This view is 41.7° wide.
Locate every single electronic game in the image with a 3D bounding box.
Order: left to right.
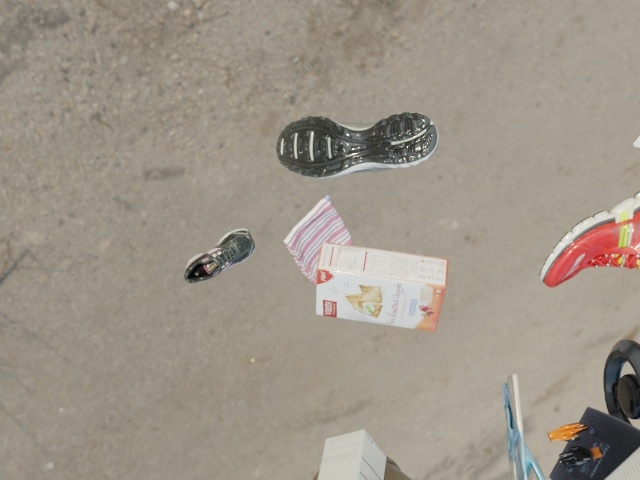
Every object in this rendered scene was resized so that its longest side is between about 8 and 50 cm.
[{"bbox_3d":[0.626,0.311,1.677,0.048,0.229,0.229,-5,138,-5],"label":"electronic game"}]

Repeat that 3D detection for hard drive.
[{"bbox_3d":[0.542,0.420,1.489,0.054,0.254,0.172,30,89,-32],"label":"hard drive"}]

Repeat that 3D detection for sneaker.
[{"bbox_3d":[-0.214,0.044,1.777,0.178,0.072,0.077,-35,-168,19],"label":"sneaker"},{"bbox_3d":[0.060,-0.146,1.356,0.271,0.100,0.108,0,176,16],"label":"sneaker"},{"bbox_3d":[0.494,0.009,1.385,0.279,0.118,0.107,-30,156,1],"label":"sneaker"}]

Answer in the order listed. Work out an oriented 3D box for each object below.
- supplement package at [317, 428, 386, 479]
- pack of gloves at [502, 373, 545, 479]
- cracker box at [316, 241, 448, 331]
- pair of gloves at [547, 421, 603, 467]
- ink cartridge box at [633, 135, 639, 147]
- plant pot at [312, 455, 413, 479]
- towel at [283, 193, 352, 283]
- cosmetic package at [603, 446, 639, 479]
[{"bbox_3d":[0.065,0.515,1.798,0.105,0.179,0.105,-20,123,27],"label":"supplement package"},{"bbox_3d":[0.348,0.351,1.426,0.046,0.232,0.195,-4,165,6],"label":"pack of gloves"},{"bbox_3d":[0.109,0.087,1.541,0.232,0.067,0.156,8,144,6],"label":"cracker box"},{"bbox_3d":[0.435,0.349,1.436,0.074,0.083,0.010,-17,130,5],"label":"pair of gloves"},{"bbox_3d":[0.731,-0.189,1.645,0.198,0.067,0.115,10,132,-19],"label":"ink cartridge box"},{"bbox_3d":[0.156,0.671,1.934,0.323,0.280,0.324,-7,101,-42],"label":"plant pot"},{"bbox_3d":[0.000,0.000,1.851,0.144,0.029,0.197,-49,147,-12],"label":"towel"},{"bbox_3d":[0.549,0.317,1.085,0.217,0.156,0.385,17,126,-18],"label":"cosmetic package"}]
